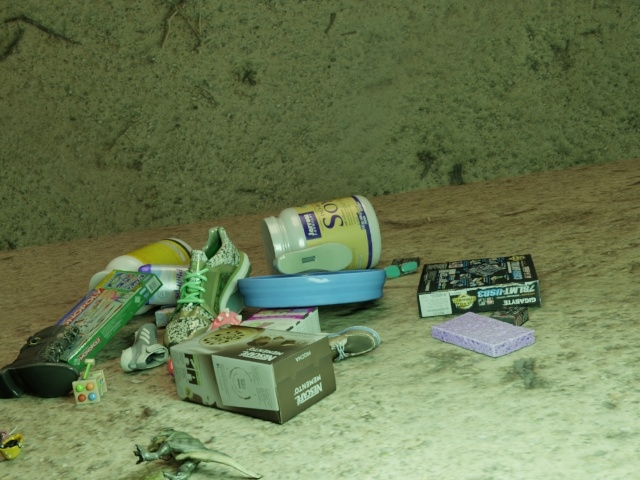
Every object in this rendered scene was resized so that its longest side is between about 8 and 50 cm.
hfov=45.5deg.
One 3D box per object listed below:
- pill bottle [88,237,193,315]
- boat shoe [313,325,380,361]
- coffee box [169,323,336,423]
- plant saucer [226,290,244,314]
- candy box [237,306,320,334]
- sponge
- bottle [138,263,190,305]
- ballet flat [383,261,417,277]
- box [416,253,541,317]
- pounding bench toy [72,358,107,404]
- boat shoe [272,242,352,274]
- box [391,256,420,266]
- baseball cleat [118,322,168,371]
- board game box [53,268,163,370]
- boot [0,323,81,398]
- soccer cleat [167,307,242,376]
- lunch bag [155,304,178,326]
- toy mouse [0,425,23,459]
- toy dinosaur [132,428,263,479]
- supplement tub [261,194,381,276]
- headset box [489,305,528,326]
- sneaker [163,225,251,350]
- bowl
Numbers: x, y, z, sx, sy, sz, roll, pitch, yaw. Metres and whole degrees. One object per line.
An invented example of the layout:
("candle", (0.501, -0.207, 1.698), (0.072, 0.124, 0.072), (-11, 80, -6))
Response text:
("pill bottle", (-0.538, 0.118, 2.330), (0.188, 0.188, 0.334), (-2, 13, 29))
("boat shoe", (0.041, 0.234, 1.661), (0.183, 0.066, 0.066), (-14, 12, 31))
("coffee box", (-0.137, 0.256, 1.523), (0.297, 0.119, 0.168), (1, 14, 41))
("plant saucer", (-0.289, 0.193, 2.066), (0.195, 0.037, 0.195), (-12, 31, 7))
("candy box", (-0.117, 0.224, 1.783), (0.159, 0.071, 0.233), (-4, 11, 25))
("sponge", (0.347, 0.201, 1.649), (0.117, 0.031, 0.210), (-15, 13, -27))
("bottle", (-0.378, 0.130, 2.177), (0.283, 0.118, 0.092), (3, -9, -11))
("ballet flat", (0.234, 0.091, 2.280), (0.114, 0.041, 0.041), (-12, 12, -17))
("box", (0.403, 0.110, 1.954), (0.293, 0.073, 0.295), (-6, 11, 12))
("pounding bench toy", (-0.503, 0.304, 1.651), (0.052, 0.083, 0.065), (-8, 11, 2))
("boat shoe", (-0.025, 0.049, 2.108), (0.227, 0.079, 0.081), (-7, 4, -24))
("box", (0.266, 0.071, 2.381), (0.083, 0.018, 0.067), (-6, 12, 13))
("baseball cleat", (-0.413, 0.264, 1.859), (0.109, 0.072, 0.206), (-1, 22, 8))
("board game box", (-0.584, 0.201, 1.991), (0.213, 0.046, 0.317), (3, 42, 44))
("boot", (-0.634, 0.267, 1.796), (0.263, 0.091, 0.229), (-7, 25, 20))
("soccer cleat", (-0.265, 0.255, 1.777), (0.083, 0.095, 0.248), (27, 40, 14))
("lunch bag", (-0.418, 0.209, 2.139), (0.071, 0.053, 0.083), (-5, 5, 7))
("toy mouse", (-0.627, 0.395, 1.432), (0.143, 0.031, 0.161), (-9, 11, -4))
("toy dinosaur", (-0.228, 0.358, 1.253), (0.268, 0.064, 0.118), (7, 12, 43))
("supplement tub", (0.000, 0.000, 2.372), (0.331, 0.241, 0.241), (-11, 12, -13))
("headset box", (0.423, 0.175, 1.718), (0.062, 0.032, 0.083), (-1, 15, 38))
("sneaker", (-0.320, 0.115, 1.986), (0.158, 0.182, 0.410), (-5, 37, 21))
("bowl", (-0.021, 0.125, 1.996), (0.391, 0.077, 0.391), (-4, -2, 0))
